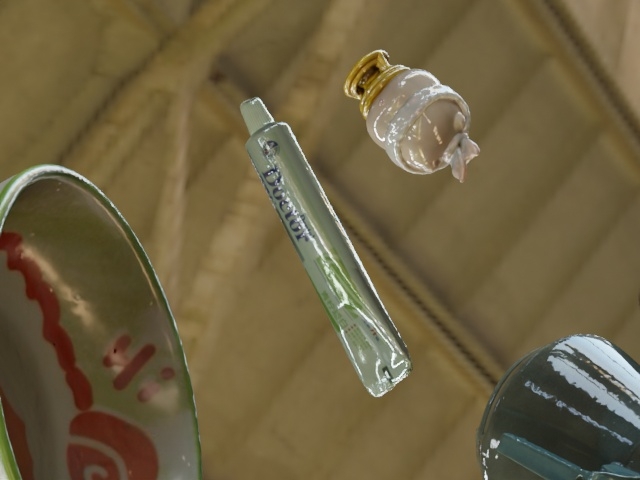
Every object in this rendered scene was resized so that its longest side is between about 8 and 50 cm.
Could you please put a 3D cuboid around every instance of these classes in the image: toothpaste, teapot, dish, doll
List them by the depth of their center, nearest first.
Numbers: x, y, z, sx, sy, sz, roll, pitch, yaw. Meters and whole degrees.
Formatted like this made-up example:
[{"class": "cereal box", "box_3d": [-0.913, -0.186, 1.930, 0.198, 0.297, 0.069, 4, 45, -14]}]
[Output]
[{"class": "toothpaste", "box_3d": [0.000, 0.000, 1.179, 0.029, 0.048, 0.197, -17, -106, -38]}, {"class": "dish", "box_3d": [-0.202, 0.118, 1.354, 0.324, 0.124, 0.324, -14, -90, -73]}, {"class": "doll", "box_3d": [0.080, -0.091, 1.540, 0.073, 0.127, 0.084, -49, -23, 9]}, {"class": "teapot", "box_3d": [0.237, 0.178, 1.562, 0.203, 0.225, 0.171, 9, -81, -39]}]

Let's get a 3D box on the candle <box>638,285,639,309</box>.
[{"class": "candle", "box_3d": [0.484, 0.002, 1.974, 0.221, 0.221, 0.342, -21, -24, -48]}]
